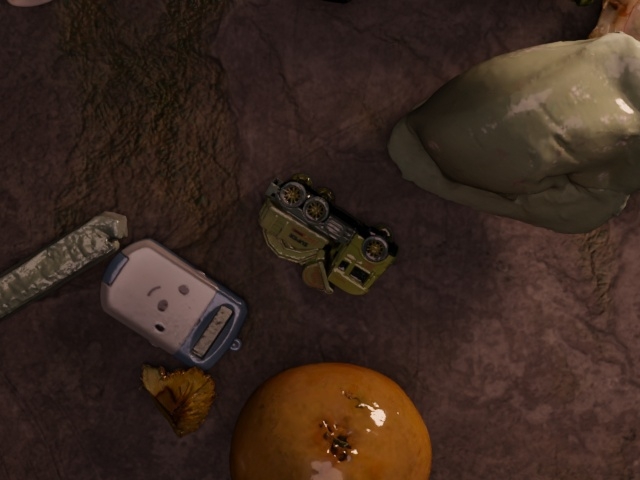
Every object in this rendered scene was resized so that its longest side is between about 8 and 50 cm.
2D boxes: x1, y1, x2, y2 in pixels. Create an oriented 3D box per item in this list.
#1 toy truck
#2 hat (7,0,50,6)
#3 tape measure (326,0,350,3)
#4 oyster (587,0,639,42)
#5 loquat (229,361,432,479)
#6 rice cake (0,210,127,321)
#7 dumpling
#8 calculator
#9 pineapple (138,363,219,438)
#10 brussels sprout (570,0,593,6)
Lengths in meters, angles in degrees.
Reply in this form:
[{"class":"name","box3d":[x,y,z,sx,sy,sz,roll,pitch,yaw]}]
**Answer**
[{"class":"toy truck","box3d":[0.000,0.000,1.678,0.191,0.085,0.116,33,106,-2]},{"class":"hat","box3d":[-0.347,-0.404,1.584,0.203,0.203,0.126,-43,78,5]},{"class":"tape measure","box3d":[-0.013,-0.384,1.545,0.115,0.235,0.207,-30,98,6]},{"class":"oyster","box3d":[0.429,-0.250,1.645,0.221,0.096,0.361,-12,100,9]},{"class":"loquat","box3d":[0.013,0.283,1.650,0.263,0.263,0.263,0,98,-1]},{"class":"rice cake","box3d":[-0.401,0.061,1.689,0.336,0.066,0.063,-29,97,2]},{"class":"dumpling","box3d":[0.271,-0.148,1.589,0.270,0.320,0.212,22,82,-24]},{"class":"calculator","box3d":[-0.194,0.087,1.710,0.210,0.039,0.121,35,98,-6]},{"class":"pineapple","box3d":[-0.205,0.208,1.711,0.114,0.077,0.114,32,123,18]},{"class":"brussels sprout","box3d":[0.256,-0.416,1.552,0.259,0.227,0.294,-17,107,-3]}]
